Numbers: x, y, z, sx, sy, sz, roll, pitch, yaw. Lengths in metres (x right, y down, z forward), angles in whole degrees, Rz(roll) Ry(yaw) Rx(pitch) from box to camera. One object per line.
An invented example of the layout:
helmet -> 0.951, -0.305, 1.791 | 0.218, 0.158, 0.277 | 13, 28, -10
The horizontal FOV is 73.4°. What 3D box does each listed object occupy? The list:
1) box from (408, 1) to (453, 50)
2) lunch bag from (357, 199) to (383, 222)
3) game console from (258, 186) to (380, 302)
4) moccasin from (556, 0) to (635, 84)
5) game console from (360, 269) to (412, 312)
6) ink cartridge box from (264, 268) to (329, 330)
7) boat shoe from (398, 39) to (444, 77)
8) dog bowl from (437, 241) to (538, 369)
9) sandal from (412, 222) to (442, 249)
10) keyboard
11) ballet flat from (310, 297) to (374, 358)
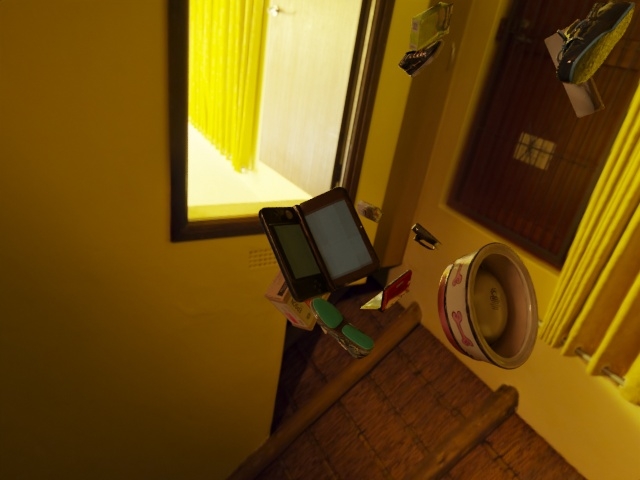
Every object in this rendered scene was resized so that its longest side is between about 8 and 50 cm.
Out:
box -> 0.380, -0.739, 1.475 | 0.178, 0.109, 0.042 | -37, -123, -25
lunch bag -> 0.167, -0.101, 1.473 | 0.071, 0.053, 0.083 | 29, 174, 32
game console -> 0.000, 0.000, 1.243 | 0.250, 0.173, 0.292 | -8, -110, -56
moccasin -> 0.704, -0.524, 1.145 | 0.117, 0.137, 0.342 | 32, -119, 32
game console -> 0.198, 0.149, 1.294 | 0.085, 0.124, 0.144 | 27, -140, 34
ink cartridge box -> -0.068, 0.179, 1.517 | 0.088, 0.234, 0.193 | 9, -120, 34
boat shoe -> 0.373, -0.692, 1.605 | 0.083, 0.183, 0.065 | 27, -123, -18
dog bowl -> 0.556, 0.218, 1.439 | 0.408, 0.407, 0.150 | -14, 178, -38
sandal -> 0.381, 0.003, 1.531 | 0.097, 0.054, 0.255 | 49, -167, 27
keyboard -> 0.732, -0.479, 1.236 | 0.014, 0.255, 0.072 | -42, -164, -33
ballet flat -> 0.042, 0.217, 1.033 | 0.188, 0.070, 0.070 | 40, -143, 19
